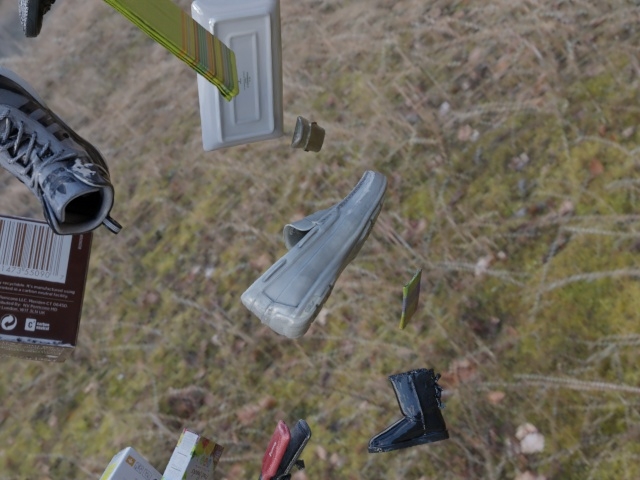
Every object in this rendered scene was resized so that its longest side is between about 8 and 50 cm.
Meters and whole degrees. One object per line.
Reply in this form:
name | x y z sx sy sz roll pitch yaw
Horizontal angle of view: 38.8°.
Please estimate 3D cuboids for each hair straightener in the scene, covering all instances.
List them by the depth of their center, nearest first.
hair straightener | -0.060 0.392 1.501 0.047 0.089 0.230 45 123 47

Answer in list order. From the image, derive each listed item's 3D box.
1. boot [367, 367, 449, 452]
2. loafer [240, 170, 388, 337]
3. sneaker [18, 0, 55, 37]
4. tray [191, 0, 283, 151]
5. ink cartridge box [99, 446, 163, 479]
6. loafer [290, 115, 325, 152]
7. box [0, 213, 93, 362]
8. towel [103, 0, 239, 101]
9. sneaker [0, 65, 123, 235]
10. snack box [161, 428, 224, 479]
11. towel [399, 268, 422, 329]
boot | 0.113 0.229 1.226 0.121 0.099 0.045 -13 -7 1
loafer | 0.000 0.000 1.340 0.319 0.111 0.112 -54 -8 -37
sneaker | -0.320 -0.327 1.112 0.051 0.089 0.170 55 142 42
tray | -0.127 -0.266 1.474 0.145 0.270 0.030 -12 39 -16
ink cartridge box | -0.331 0.598 1.702 0.072 0.303 0.307 -33 16 34
loafer | -0.018 -0.175 1.513 0.148 0.050 0.056 -71 -5 -81
box | -0.418 0.070 1.257 0.203 0.168 0.167 145 131 -67
towel | -0.186 -0.253 1.024 0.021 0.237 0.102 -40 36 22
sneaker | -0.331 -0.100 1.057 0.101 0.268 0.153 -45 46 4
snack box | -0.216 0.382 1.539 0.037 0.141 0.100 19 75 18
towel | 0.133 0.088 1.348 0.009 0.083 0.060 18 38 22
